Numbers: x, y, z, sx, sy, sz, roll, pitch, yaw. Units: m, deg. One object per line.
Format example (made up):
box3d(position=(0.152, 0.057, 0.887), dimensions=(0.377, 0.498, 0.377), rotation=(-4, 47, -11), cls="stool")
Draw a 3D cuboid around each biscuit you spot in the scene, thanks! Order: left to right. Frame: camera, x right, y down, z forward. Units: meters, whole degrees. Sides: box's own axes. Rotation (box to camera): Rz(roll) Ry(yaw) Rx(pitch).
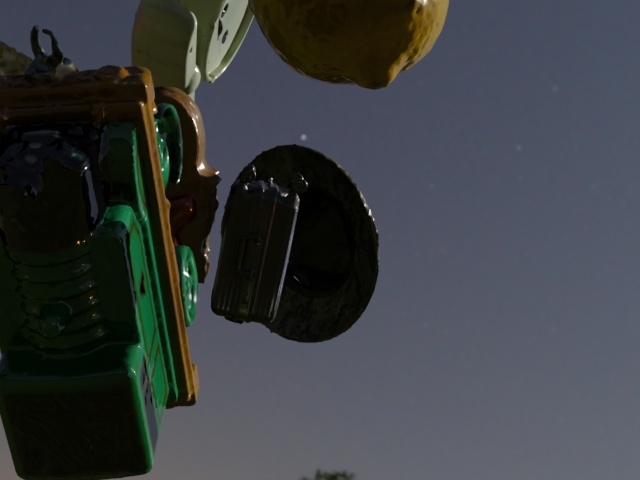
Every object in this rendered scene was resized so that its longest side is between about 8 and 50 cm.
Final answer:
box3d(position=(-0.334, -0.044, 1.572), dimensions=(0.394, 0.368, 0.076), rotation=(12, 19, -3), cls="biscuit")

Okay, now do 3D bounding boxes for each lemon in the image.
box3d(position=(0.028, -0.299, 1.318), dimensions=(0.234, 0.288, 0.233), rotation=(-18, -15, -5), cls="lemon")

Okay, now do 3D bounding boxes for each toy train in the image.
box3d(position=(-0.213, 0.032, 1.031), dimensions=(0.178, 0.249, 0.429), rotation=(-3, -58, 2), cls="toy train")

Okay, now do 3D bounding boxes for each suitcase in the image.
box3d(position=(-0.052, 0.004, 0.960), dimensions=(0.059, 0.126, 0.086), rotation=(11, 6, -4), cls="suitcase")

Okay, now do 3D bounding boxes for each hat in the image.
box3d(position=(0.000, 0.000, 1.595), dimensions=(0.266, 0.265, 0.128), rotation=(5, 8, 34), cls="hat")

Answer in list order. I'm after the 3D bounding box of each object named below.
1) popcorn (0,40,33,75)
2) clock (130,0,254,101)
box3d(position=(-0.335, -0.155, 1.163), dimensions=(0.120, 0.116, 0.106), rotation=(53, -22, 7), cls="popcorn")
box3d(position=(-0.177, -0.360, 1.811), dimensions=(0.109, 0.324, 0.265), rotation=(24, -26, 7), cls="clock")
